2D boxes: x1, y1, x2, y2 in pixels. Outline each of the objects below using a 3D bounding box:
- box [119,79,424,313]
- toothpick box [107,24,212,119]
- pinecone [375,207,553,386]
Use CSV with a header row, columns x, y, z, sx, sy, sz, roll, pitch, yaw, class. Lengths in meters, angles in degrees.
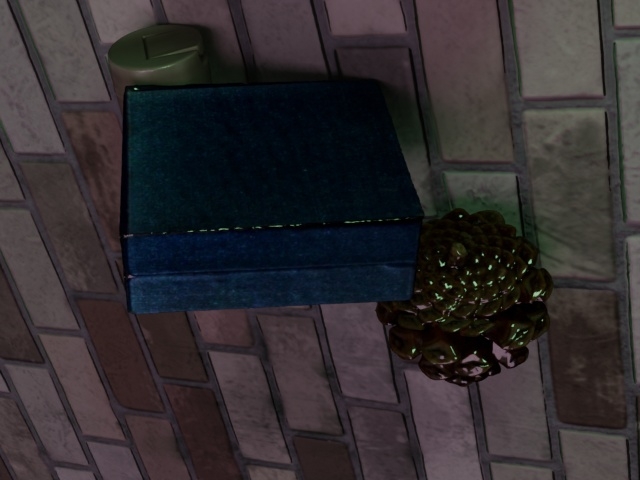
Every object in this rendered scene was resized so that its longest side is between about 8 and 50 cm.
x,y,z,sx,sy,sz,roll,pitch,yaw,class
-0.060,-0.052,1.109,0.279,0.261,0.116,-2,130,-7,box
-0.174,-0.146,1.256,0.111,0.111,0.180,8,130,20,toothpick box
0.164,0.072,1.219,0.208,0.208,0.207,13,130,16,pinecone
